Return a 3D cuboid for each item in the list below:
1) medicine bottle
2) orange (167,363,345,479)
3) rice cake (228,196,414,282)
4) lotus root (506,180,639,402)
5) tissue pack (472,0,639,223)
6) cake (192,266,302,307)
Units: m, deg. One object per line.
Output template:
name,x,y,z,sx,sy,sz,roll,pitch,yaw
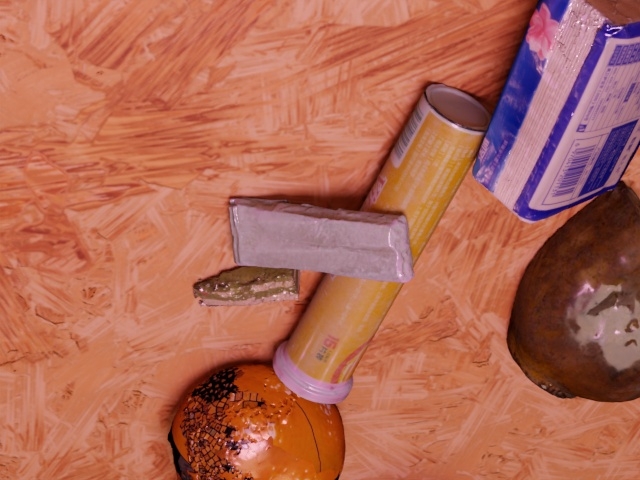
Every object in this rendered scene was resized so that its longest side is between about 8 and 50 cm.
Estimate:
medicine bottle,0.075,0.010,2.106,0.108,0.108,0.426,14,124,-23
orange,-0.078,0.269,2.242,0.234,0.182,0.234,-10,121,-17
rice cake,0.000,0.000,2.055,0.226,0.040,0.085,7,113,21
lotus root,0.368,0.105,2.228,0.260,0.149,0.267,-38,124,16
tissue pack,0.293,-0.174,1.956,0.209,0.137,0.269,-24,144,-45
cake,-0.088,0.059,2.145,0.140,0.055,0.051,-20,136,5
